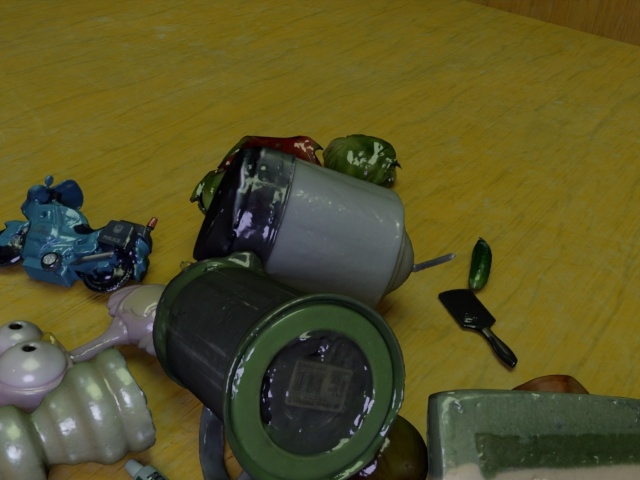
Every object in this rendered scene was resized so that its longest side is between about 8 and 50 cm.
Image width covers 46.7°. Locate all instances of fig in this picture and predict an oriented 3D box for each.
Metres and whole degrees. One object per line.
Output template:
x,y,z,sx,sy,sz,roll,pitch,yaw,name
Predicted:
0.045,0.230,0.903,0.124,0.124,0.236,-4,24,-15,fig

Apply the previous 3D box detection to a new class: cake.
0.237,0.230,0.745,0.284,0.172,0.158,-6,73,22,cake

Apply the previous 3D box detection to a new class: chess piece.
-0.323,0.227,0.838,0.243,0.133,0.133,-23,43,-25,chess piece

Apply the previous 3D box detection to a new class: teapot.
-0.082,0.157,0.867,0.200,0.270,0.337,15,1,-28,teapot

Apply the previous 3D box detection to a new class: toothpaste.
-0.148,0.307,0.822,0.204,0.031,0.049,31,43,28,toothpaste

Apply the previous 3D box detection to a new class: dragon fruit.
-0.092,-0.082,1.296,0.200,0.198,0.269,36,38,-2,dragon fruit

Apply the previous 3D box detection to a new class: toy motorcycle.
-0.390,-0.008,1.189,0.272,0.123,0.182,13,56,15,toy motorcycle

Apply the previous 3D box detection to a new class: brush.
0.252,0.132,1.152,0.063,0.016,0.193,-9,36,-19,brush

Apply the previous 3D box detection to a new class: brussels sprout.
0.077,-0.156,1.494,0.139,0.100,0.181,-39,62,-22,brussels sprout

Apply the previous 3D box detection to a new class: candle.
0.000,0.000,1.110,0.343,0.221,0.221,19,32,-13,candle

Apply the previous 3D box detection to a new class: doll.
-0.304,0.135,1.001,0.365,0.094,0.160,-19,38,-33,doll

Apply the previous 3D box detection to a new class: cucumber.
0.279,0.036,1.283,0.037,0.037,0.155,12,35,9,cucumber

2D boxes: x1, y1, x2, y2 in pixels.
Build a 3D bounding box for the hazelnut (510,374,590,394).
0.273,0.241,0.892,0.150,0.150,0.150,4,34,-3,hazelnut
